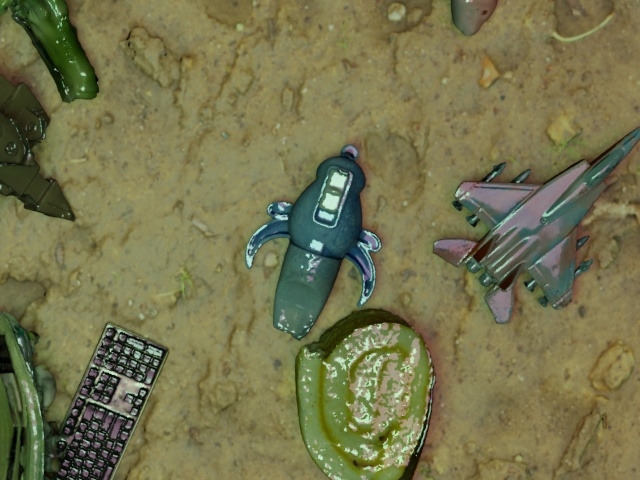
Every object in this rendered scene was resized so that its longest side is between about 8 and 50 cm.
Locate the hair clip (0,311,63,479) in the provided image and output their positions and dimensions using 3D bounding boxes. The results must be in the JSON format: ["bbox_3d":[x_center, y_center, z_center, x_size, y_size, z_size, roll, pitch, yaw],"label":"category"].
[{"bbox_3d":[-0.385,0.252,1.900,0.091,0.138,0.321,-2,85,-38],"label":"hair clip"}]

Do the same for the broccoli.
[{"bbox_3d":[-0.353,-0.306,1.833,0.177,0.198,0.275,-19,94,2],"label":"broccoli"}]

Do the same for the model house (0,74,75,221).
[{"bbox_3d":[-0.399,-0.097,1.867,0.248,0.176,0.181,39,71,-31],"label":"model house"}]

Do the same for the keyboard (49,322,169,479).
[{"bbox_3d":[-0.312,0.270,1.955,0.106,0.027,0.317,23,91,-6],"label":"keyboard"}]

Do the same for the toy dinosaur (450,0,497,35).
[{"bbox_3d":[0.170,-0.378,1.909,0.177,0.152,0.194,14,98,-14],"label":"toy dinosaur"}]

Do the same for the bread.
[{"bbox_3d":[0.059,0.222,1.941,0.186,0.124,0.257,0,94,2],"label":"bread"}]

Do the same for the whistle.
[{"bbox_3d":[0.000,0.000,1.942,0.180,0.093,0.269,20,97,3],"label":"whistle"}]

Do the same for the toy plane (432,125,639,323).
[{"bbox_3d":[0.315,-0.045,1.957,0.326,0.104,0.223,-43,97,-6],"label":"toy plane"}]
